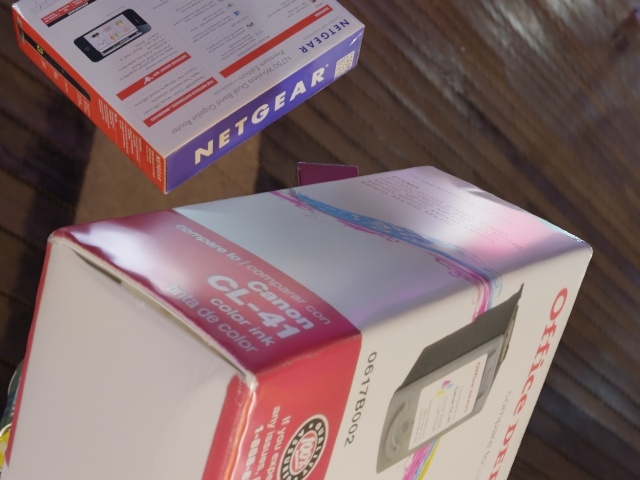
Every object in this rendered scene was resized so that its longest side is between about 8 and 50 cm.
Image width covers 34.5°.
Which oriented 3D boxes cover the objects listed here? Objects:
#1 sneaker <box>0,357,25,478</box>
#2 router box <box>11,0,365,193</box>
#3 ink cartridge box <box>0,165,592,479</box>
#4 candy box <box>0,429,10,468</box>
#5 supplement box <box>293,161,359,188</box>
[{"bbox_3d":[-0.434,0.261,1.515,0.064,0.086,0.192,23,77,-23],"label":"sneaker"},{"bbox_3d":[-0.167,-0.262,1.326,0.335,0.082,0.301,-37,70,-25],"label":"router box"},{"bbox_3d":[-0.005,0.094,0.546,0.131,0.226,0.306,30,26,32],"label":"ink cartridge box"},{"bbox_3d":[-0.345,0.322,1.348,0.206,0.105,0.027,54,-2,25],"label":"candy box"},{"bbox_3d":[0.000,0.000,1.340,0.081,0.188,0.104,3,51,-7],"label":"supplement box"}]
